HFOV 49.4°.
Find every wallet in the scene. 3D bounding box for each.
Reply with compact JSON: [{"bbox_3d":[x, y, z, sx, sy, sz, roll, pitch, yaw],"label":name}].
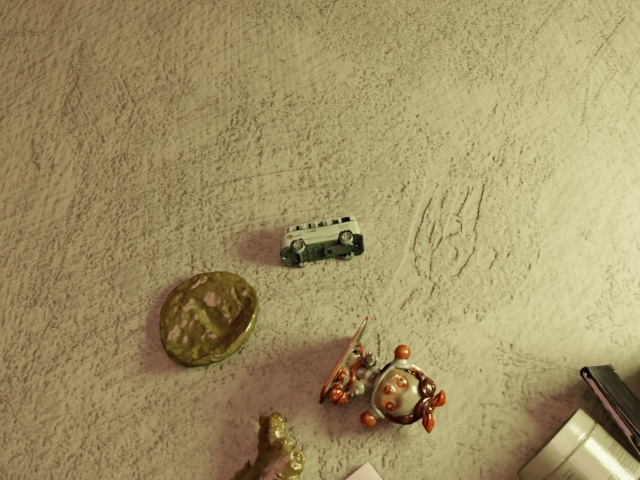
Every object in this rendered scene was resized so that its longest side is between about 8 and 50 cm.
[{"bbox_3d":[0.598,0.337,1.345,0.036,0.167,0.222,-46,60,24],"label":"wallet"}]

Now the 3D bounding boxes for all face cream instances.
[{"bbox_3d":[0.480,0.427,1.289,0.177,0.177,0.153,-41,69,-15],"label":"face cream"}]

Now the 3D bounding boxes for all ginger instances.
[{"bbox_3d":[-0.127,0.503,1.361,0.166,0.080,0.333,15,71,29],"label":"ginger"}]

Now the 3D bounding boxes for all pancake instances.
[{"bbox_3d":[-0.254,0.174,1.558,0.241,0.050,0.242,-5,55,8],"label":"pancake"}]

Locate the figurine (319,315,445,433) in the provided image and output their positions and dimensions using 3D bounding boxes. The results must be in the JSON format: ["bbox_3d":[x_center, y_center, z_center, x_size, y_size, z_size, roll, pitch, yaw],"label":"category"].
[{"bbox_3d":[0.140,0.301,1.410,0.226,0.160,0.183,30,70,10],"label":"figurine"}]

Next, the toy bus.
[{"bbox_3d":[0.000,0.000,1.605,0.193,0.087,0.089,-10,55,0],"label":"toy bus"}]

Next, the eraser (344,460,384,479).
[{"bbox_3d":[0.102,0.522,1.358,0.103,0.023,0.150,-35,66,-13],"label":"eraser"}]
